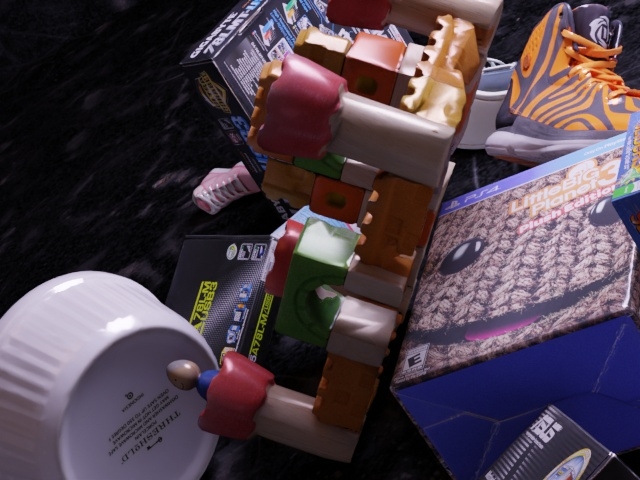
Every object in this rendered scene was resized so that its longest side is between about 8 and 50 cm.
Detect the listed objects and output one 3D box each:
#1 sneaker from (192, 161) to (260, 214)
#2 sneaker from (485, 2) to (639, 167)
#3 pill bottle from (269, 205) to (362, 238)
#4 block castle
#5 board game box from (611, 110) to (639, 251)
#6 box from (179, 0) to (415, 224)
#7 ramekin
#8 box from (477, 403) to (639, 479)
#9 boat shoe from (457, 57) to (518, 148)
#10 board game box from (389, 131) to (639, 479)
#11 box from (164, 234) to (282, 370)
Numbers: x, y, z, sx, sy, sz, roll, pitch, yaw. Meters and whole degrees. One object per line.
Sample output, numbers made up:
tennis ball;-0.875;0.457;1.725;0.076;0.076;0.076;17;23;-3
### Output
sneaker;-0.130;-0.068;2.315;0.070;0.051;0.134;-49;24;-27
sneaker;0.293;-0.165;1.764;0.321;0.125;0.180;11;87;58
pill bottle;0.000;0.000;1.965;0.160;0.087;0.087;-40;24;-14
block castle;0.003;-0.038;1.592;0.213;0.453;0.303;19;43;5
board game box;0.313;0.001;1.412;0.035;0.201;0.136;-20;28;29
box;0.002;-0.192;2.070;0.073;0.295;0.293;-4;38;46
ramekin;-0.220;0.175;1.717;0.127;0.273;0.273;14;52;46
box;0.136;0.231;1.216;0.216;0.060;0.270;-47;2;1
boat shoe;0.221;-0.175;2.001;0.254;0.095;0.079;-10;35;42
board game box;0.218;0.060;1.500;0.232;0.141;0.291;-22;27;27
box;-0.118;0.088;1.904;0.184;0.045;0.190;3;73;51
